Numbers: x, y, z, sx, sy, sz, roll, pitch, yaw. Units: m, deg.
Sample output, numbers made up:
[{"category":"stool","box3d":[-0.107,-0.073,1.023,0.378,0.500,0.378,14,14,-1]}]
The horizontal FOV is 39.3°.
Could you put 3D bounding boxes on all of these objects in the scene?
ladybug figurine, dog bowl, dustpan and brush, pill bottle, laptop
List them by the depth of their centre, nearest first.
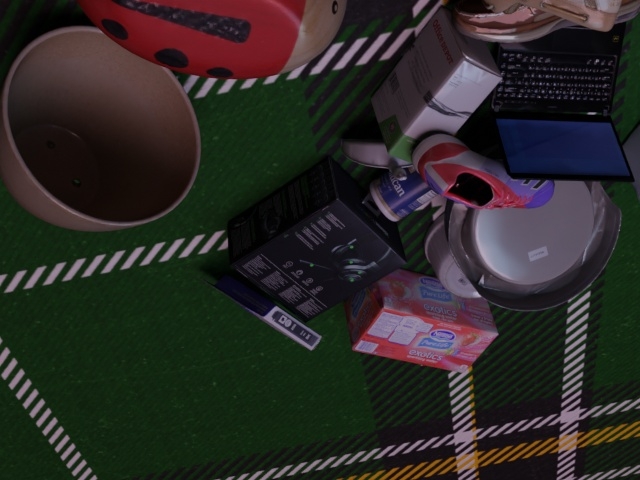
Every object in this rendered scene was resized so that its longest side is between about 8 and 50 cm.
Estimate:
[{"category":"ladybug figurine","box3d":[-0.171,-0.371,1.363,0.450,0.161,0.305,7,134,-16]},{"category":"laptop","box3d":[0.426,-0.247,1.543,0.234,0.136,0.264,1,109,-11]},{"category":"dustpan and brush","box3d":[0.124,-0.146,1.609,0.147,0.211,0.060,-1,100,-9]},{"category":"pill bottle","box3d":[0.187,-0.118,1.729,0.169,0.094,0.094,-34,131,21]},{"category":"dog bowl","box3d":[0.401,-0.042,1.742,0.349,0.102,0.348,-3,106,-9]}]

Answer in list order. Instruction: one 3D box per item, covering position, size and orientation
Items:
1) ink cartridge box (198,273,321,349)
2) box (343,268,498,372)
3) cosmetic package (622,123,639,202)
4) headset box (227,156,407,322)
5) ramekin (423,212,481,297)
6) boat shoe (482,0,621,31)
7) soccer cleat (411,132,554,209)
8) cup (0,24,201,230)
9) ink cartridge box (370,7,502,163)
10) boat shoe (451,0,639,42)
[{"category":"ink cartridge box","box3d":[-0.127,0.138,1.871,0.208,0.206,0.045,37,82,-39]},{"category":"box","box3d":[0.221,0.173,1.996,0.300,0.142,0.154,14,131,-23]},{"category":"cosmetic package","box3d":[0.848,-0.126,1.667,0.394,0.329,0.327,12,133,-22]},{"category":"headset box","box3d":[0.000,0.000,1.790,0.283,0.131,0.246,-32,131,22]},{"category":"ramekin","box3d":[0.330,0.029,1.893,0.207,0.109,0.207,-5,136,-5]},{"category":"boat shoe","box3d":[0.281,-0.393,1.348,0.341,0.122,0.110,20,123,22]},{"category":"soccer cleat","box3d":[0.298,-0.092,1.555,0.318,0.116,0.108,14,129,-35]},{"category":"cup","box3d":[-0.399,-0.149,1.475,0.331,0.331,0.237,25,149,-30]},{"category":"ink cartridge box","box3d":[0.194,-0.261,1.538,0.093,0.160,0.219,19,130,-29]},{"category":"boat shoe","box3d":[0.369,-0.409,1.460,0.325,0.123,0.116,-13,131,-7]}]
